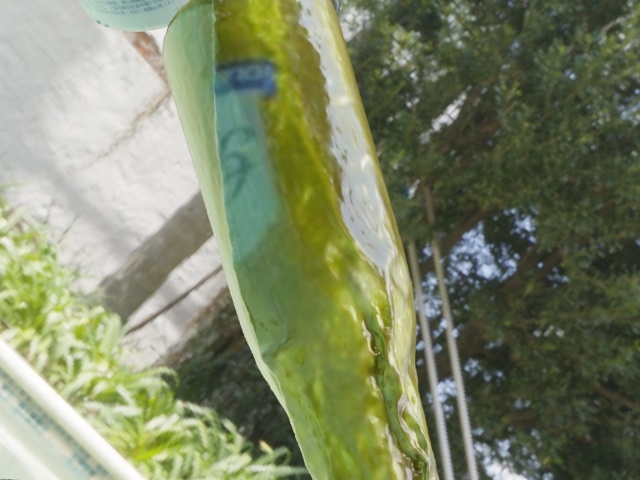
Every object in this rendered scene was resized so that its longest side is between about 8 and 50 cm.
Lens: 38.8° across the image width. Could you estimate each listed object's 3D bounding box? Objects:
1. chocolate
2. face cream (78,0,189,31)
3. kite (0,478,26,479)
[{"bbox_3d":[0.000,0.000,0.695,0.162,0.162,0.445,80,-7,-68],"label":"chocolate"},{"bbox_3d":[-0.170,-0.311,0.925,0.206,0.206,0.111,34,-20,37],"label":"face cream"},{"bbox_3d":[-0.303,0.237,0.783,0.250,0.229,0.012,84,-6,-58],"label":"kite"}]
